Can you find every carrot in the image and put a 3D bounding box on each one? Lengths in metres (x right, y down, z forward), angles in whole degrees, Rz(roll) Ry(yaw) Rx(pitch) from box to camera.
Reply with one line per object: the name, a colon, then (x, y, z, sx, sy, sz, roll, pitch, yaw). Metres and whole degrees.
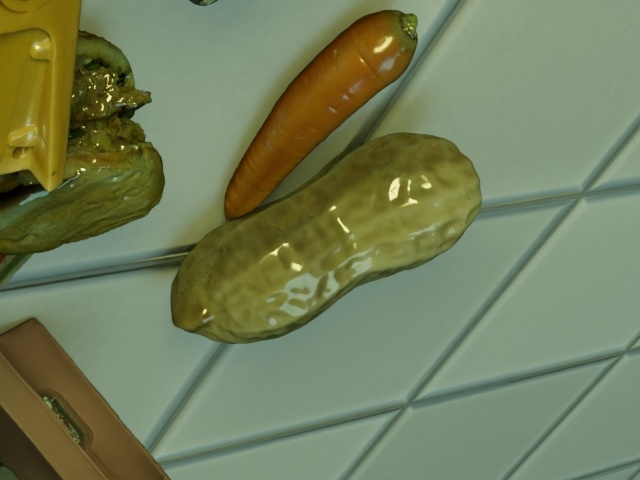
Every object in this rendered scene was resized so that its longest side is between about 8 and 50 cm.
carrot: (-0.014, -0.099, 1.551, 0.062, 0.066, 0.271, 36, 122, -16)

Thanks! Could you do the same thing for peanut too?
peanut: (0.000, 0.000, 1.668, 0.298, 0.120, 0.136, -28, -174, 0)

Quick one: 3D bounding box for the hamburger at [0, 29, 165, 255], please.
hamburger: (-0.202, -0.064, 1.322, 0.185, 0.131, 0.159, -24, 163, -1)

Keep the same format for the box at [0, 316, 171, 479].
box: (-0.244, 0.205, 1.667, 0.086, 0.215, 0.215, -30, 158, -36)

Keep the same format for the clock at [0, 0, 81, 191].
clock: (-0.239, -0.176, 1.015, 0.244, 0.200, 0.317, -16, 143, -35)

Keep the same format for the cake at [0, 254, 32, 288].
cake: (-0.315, 0.025, 1.454, 0.220, 0.117, 0.086, -55, 175, -37)

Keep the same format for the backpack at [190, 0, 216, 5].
backpack: (-0.021, -0.279, 1.134, 0.258, 0.133, 0.206, -35, 147, -7)
